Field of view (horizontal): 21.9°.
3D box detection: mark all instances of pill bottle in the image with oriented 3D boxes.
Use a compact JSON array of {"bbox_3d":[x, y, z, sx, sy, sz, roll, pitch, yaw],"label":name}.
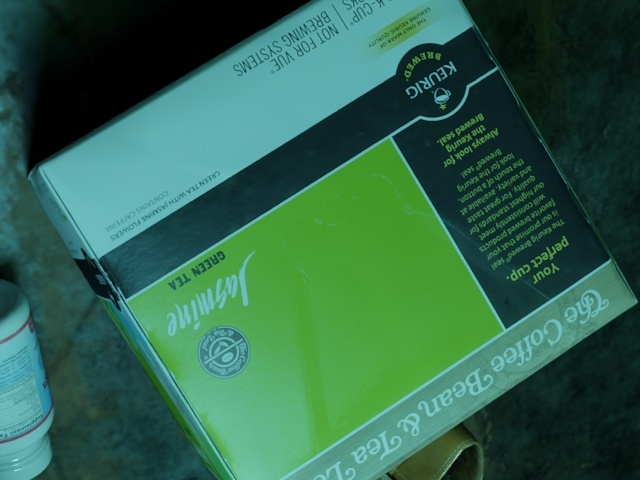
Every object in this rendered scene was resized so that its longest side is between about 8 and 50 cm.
[{"bbox_3d":[-0.265,0.118,1.344,0.087,0.087,0.160,-21,126,-20],"label":"pill bottle"}]

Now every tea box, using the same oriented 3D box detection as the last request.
[{"bbox_3d":[0.000,0.000,1.271,0.329,0.220,0.323,-32,95,-11],"label":"tea box"}]

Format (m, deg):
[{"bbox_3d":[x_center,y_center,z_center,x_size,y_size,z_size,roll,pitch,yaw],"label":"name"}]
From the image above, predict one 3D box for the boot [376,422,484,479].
[{"bbox_3d":[0.061,0.123,1.457,0.109,0.220,0.283,-5,119,-29],"label":"boot"}]
